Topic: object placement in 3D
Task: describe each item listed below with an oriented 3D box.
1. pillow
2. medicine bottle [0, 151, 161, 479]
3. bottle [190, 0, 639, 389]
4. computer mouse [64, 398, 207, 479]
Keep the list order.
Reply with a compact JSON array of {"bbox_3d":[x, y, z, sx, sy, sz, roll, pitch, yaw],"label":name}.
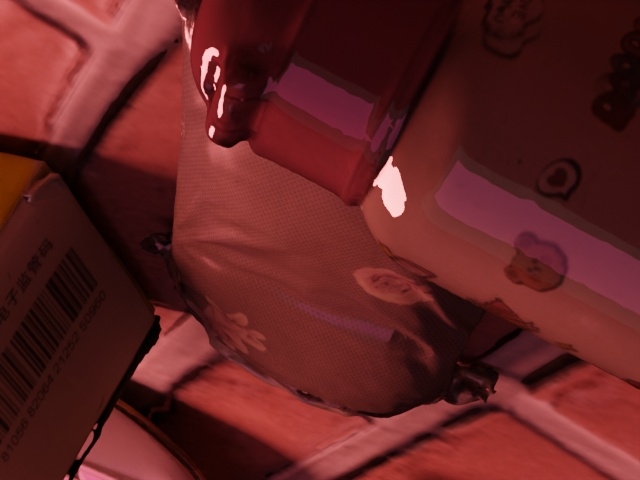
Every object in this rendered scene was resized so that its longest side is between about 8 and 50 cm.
[{"bbox_3d":[0.000,0.000,0.710,0.169,0.059,0.255,27,154,8],"label":"pillow"},{"bbox_3d":[-0.223,0.031,0.882,0.250,0.137,0.141,12,149,31],"label":"medicine bottle"},{"bbox_3d":[0.074,-0.026,0.538,0.233,0.110,0.110,28,153,3],"label":"bottle"},{"bbox_3d":[-0.159,0.110,1.049,0.245,0.056,0.126,22,152,13],"label":"computer mouse"}]
